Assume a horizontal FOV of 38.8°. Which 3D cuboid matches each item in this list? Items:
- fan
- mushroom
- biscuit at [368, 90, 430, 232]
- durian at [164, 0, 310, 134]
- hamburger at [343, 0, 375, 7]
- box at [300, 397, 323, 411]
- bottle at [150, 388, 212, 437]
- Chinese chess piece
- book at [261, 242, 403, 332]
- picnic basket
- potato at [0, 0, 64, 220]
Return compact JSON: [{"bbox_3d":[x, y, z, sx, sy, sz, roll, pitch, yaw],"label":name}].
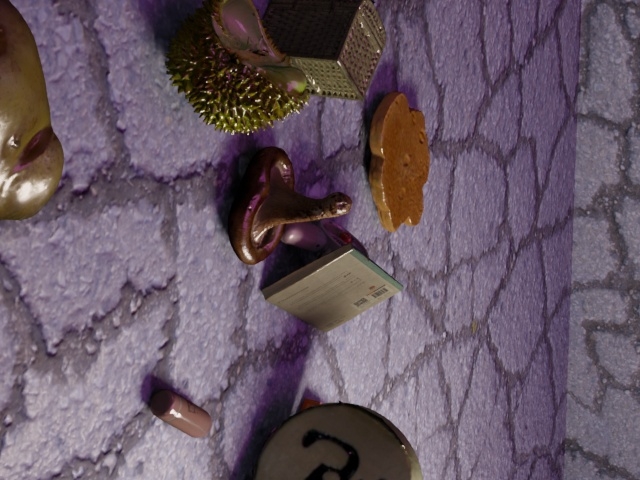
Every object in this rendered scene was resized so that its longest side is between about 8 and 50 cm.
[{"bbox_3d":[0.000,0.000,1.844,0.244,0.130,0.074,20,115,-47],"label":"fan"},{"bbox_3d":[-0.049,-0.054,1.640,0.148,0.217,0.227,25,79,-59],"label":"mushroom"},{"bbox_3d":[0.185,-0.179,2.137,0.269,0.051,0.376,-57,144,-35],"label":"biscuit"},{"bbox_3d":[-0.140,-0.272,1.448,0.237,0.176,0.200,45,17,-40],"label":"durian"},{"bbox_3d":[0.064,-0.416,1.824,0.164,0.093,0.190,-29,122,-51],"label":"hamburger"},{"bbox_3d":[-0.014,0.526,2.052,0.265,0.048,0.274,48,59,-53],"label":"box"},{"bbox_3d":[-0.245,0.306,1.603,0.140,0.053,0.053,48,60,-53],"label":"bottle"},{"bbox_3d":[0.033,0.499,1.828,0.146,0.349,0.350,63,46,-64],"label":"Chinese chess piece"},{"bbox_3d":[0.033,0.105,1.874,0.282,0.214,0.025,40,24,-57],"label":"book"},{"bbox_3d":[0.000,-0.358,1.642,0.134,0.196,0.154,47,59,-53],"label":"picnic basket"},{"bbox_3d":[-0.416,-0.151,1.038,0.218,0.202,0.351,-41,142,-29],"label":"potato"}]
